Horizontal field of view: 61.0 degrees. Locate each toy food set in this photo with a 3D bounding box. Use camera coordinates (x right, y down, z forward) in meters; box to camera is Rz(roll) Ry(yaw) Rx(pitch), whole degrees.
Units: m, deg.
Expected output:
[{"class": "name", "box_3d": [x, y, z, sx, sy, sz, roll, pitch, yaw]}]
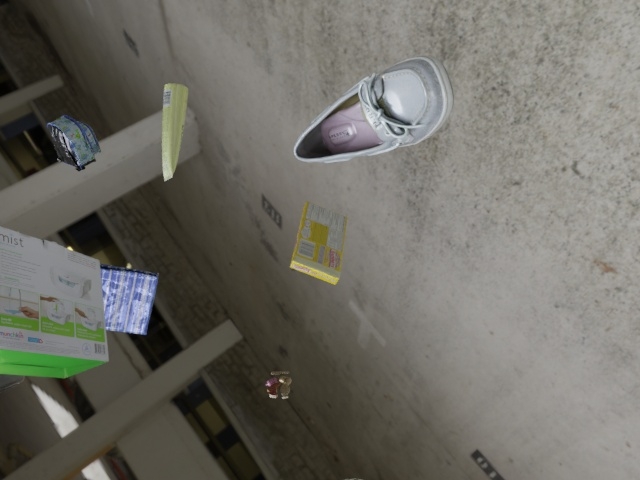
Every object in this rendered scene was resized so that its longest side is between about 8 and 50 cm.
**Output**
[{"class": "toy food set", "box_3d": [-0.125, 0.430, 1.602, 0.122, 0.077, 0.019, -81, -13, -68]}]

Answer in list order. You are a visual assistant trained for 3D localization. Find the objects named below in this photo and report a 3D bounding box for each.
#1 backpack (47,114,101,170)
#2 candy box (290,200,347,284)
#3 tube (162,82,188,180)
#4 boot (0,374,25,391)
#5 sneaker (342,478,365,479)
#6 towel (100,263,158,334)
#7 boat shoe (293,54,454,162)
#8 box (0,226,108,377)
[{"class": "backpack", "box_3d": [-0.594, -0.242, 1.308, 0.105, 0.084, 0.114, 24, 142, 29]}, {"class": "candy box", "box_3d": [0.000, 0.000, 1.183, 0.105, 0.206, 0.027, 23, 130, -11]}, {"class": "tube", "box_3d": [-0.375, -0.273, 1.380, 0.070, 0.062, 0.240, 20, -107, -75]}, {"class": "boot", "box_3d": [-0.720, 0.250, 1.102, 0.076, 0.208, 0.190, -1, 105, 30]}, {"class": "sneaker", "box_3d": [-0.017, 0.578, 1.110, 0.147, 0.330, 0.130, 130, 130, -57]}, {"class": "towel", "box_3d": [-0.683, 0.177, 1.661, 0.040, 0.336, 0.243, -113, 39, -58]}, {"class": "boat shoe", "box_3d": [0.070, -0.181, 0.827, 0.320, 0.103, 0.118, -6, 110, 59]}, {"class": "box", "box_3d": [-0.543, 0.124, 1.026, 0.262, 0.126, 0.231, 35, -144, -63]}]
